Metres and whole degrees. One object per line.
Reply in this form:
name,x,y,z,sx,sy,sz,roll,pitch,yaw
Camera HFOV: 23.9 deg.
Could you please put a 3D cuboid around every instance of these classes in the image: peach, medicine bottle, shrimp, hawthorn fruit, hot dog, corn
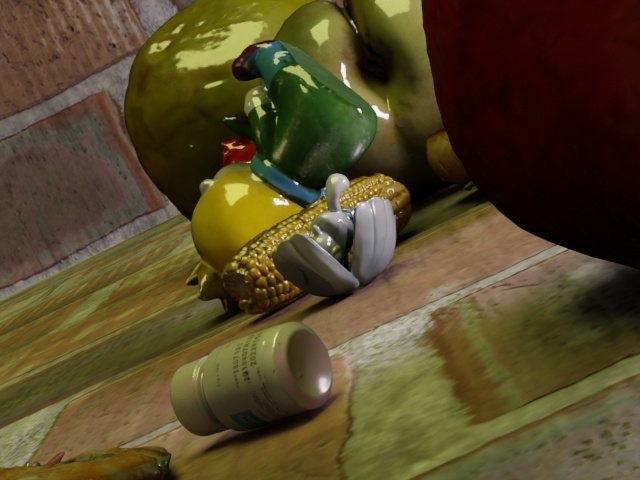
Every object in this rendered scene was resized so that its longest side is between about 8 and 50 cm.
peach,0.077,-0.160,1.583,0.292,0.247,0.292,-37,-17,-13
medicine bottle,-0.040,0.081,0.865,0.089,0.052,0.052,-21,8,35
shrimp,-0.159,0.149,0.866,0.132,0.052,0.187,-5,-5,-45
hawthorn fruit,0.168,-0.143,0.756,0.265,0.307,0.265,-24,14,6
hot dog,0.175,-0.085,1.312,0.104,0.076,0.250,-15,1,-25
corn,0.000,0.000,1.310,0.207,0.068,0.068,-31,8,-32

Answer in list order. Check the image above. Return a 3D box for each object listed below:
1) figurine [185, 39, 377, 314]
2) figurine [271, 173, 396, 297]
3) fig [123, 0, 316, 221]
figurine,-0.060,-0.059,1.410,0.127,0.185,0.234,12,-65,-48
figurine,0.017,0.003,1.198,0.082,0.094,0.086,19,63,25
fig,-0.069,-0.170,1.939,0.343,0.343,0.343,-25,6,3
